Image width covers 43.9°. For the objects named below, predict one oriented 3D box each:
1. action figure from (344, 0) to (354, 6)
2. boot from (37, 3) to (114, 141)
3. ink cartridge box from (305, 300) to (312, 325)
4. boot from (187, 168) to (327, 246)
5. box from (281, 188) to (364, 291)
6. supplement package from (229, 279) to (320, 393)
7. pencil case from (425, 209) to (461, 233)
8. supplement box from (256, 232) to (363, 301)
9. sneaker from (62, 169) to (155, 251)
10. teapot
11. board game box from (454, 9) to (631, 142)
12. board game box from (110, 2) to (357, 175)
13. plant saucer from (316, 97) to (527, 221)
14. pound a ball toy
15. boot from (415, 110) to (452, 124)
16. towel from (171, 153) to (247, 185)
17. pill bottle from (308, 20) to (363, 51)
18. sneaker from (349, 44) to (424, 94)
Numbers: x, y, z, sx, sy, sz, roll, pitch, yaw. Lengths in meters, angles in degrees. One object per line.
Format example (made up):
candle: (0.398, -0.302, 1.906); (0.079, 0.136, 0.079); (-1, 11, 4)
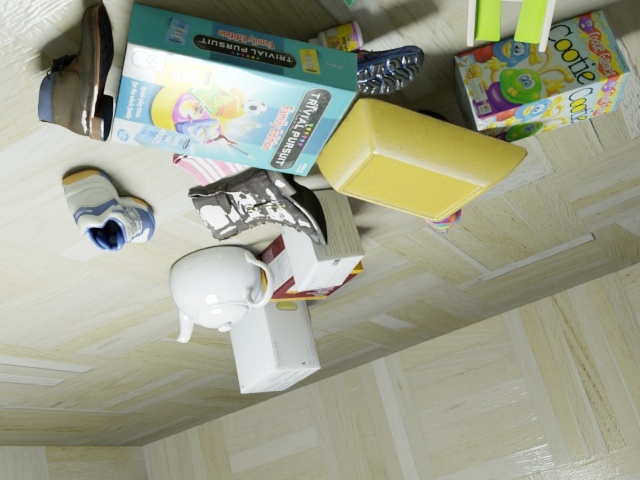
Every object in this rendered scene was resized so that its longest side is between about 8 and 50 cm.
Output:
action figure: (0.065, -0.420, 0.972); (0.232, 0.137, 0.063); (-42, 172, 32)
boot: (-0.358, -0.242, 1.143); (0.106, 0.082, 0.219); (10, 130, -3)
ink cartridge box: (-0.126, 0.236, 2.429); (0.176, 0.127, 0.128); (-11, 158, -11)
boot: (-0.128, -0.053, 1.702); (0.229, 0.091, 0.263); (-25, 124, 19)
box: (0.000, 0.000, 1.858); (0.119, 0.182, 0.181); (-8, 158, -21)
supplement package: (-0.136, 0.260, 2.172); (0.145, 0.262, 0.204); (2, 153, -34)
pencil case: (0.269, -0.094, 1.929); (0.104, 0.105, 0.236); (-22, 156, 17)
supplement box: (-0.030, 0.061, 2.060); (0.191, 0.129, 0.194); (0, 154, -35)
sneaker: (-0.416, -0.027, 1.583); (0.111, 0.131, 0.296); (-21, 159, 10)
teapot: (-0.255, 0.138, 2.023); (0.252, 0.187, 0.256); (-10, 157, -14)
board game box: (0.400, -0.290, 1.466); (0.275, 0.144, 0.142); (-17, 159, 3)
board game box: (-0.143, -0.221, 1.242); (0.335, 0.079, 0.254); (9, 152, -16)
plant saucer: (0.178, -0.133, 1.554); (0.332, 0.081, 0.333); (17, 161, -11)
pound a ball toy: (0.239, -0.411, 1.122); (0.208, 0.136, 0.319); (7, 162, 12)
boot: (0.244, -0.190, 1.675); (0.115, 0.112, 0.305); (-17, 163, 35)
towel: (-0.172, -0.167, 1.538); (0.197, 0.029, 0.144); (-20, 159, 13)
pill bottle: (0.024, -0.319, 1.273); (0.083, 0.043, 0.043); (-17, 159, 3)
sneaker: (0.061, -0.289, 1.310); (0.221, 0.087, 0.083); (-11, 154, 5)
